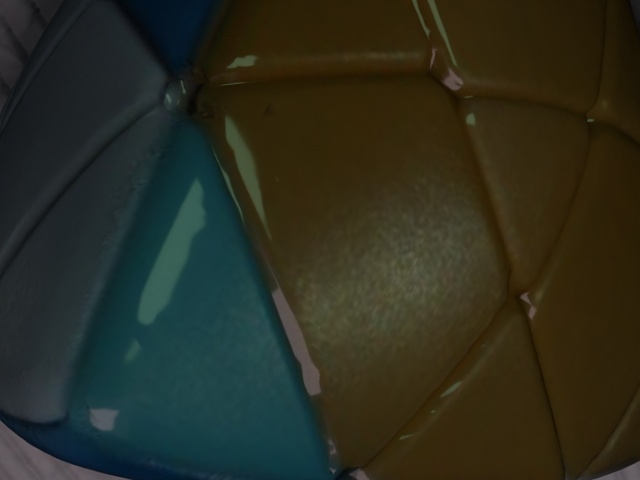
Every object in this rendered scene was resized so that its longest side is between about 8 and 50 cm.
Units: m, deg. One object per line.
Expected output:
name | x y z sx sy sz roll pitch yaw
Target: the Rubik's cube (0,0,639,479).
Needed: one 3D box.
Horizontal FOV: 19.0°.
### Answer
Rubik's cube | 0.000 0.000 0.572 0.254 0.254 0.254 -7 133 -7
